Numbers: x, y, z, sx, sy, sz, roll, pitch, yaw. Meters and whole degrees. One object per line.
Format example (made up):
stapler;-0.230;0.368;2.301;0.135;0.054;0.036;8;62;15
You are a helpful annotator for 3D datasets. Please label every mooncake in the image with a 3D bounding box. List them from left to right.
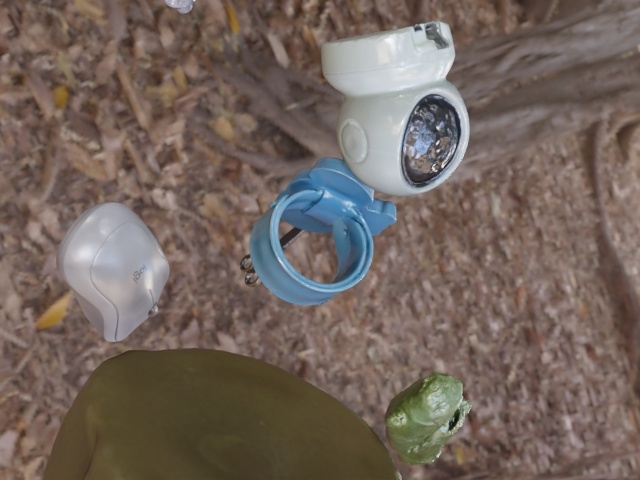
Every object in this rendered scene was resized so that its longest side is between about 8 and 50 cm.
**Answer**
mooncake;-0.124;0.347;1.345;0.467;0.262;0.467;23;20;-9

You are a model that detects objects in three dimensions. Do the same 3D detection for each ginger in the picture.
ginger;0.159;0.266;1.583;0.290;0.137;0.089;59;16;-63

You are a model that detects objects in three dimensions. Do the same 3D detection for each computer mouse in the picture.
computer mouse;-0.335;0.060;1.810;0.184;0.121;0.297;-56;150;-28

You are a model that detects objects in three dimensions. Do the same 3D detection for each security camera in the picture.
security camera;0.106;-0.179;1.484;0.194;0.194;0.236;-33;117;-66

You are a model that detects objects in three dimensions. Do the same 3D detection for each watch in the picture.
watch;0.000;0.000;1.586;0.211;0.211;0.193;47;52;-43

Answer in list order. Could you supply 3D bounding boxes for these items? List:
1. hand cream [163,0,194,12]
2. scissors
hand cream;-0.187;-0.380;1.345;0.257;0.084;0.050;98;2;-60
scissors;-0.095;0.017;2.370;0.017;0.220;0.088;31;27;-43
